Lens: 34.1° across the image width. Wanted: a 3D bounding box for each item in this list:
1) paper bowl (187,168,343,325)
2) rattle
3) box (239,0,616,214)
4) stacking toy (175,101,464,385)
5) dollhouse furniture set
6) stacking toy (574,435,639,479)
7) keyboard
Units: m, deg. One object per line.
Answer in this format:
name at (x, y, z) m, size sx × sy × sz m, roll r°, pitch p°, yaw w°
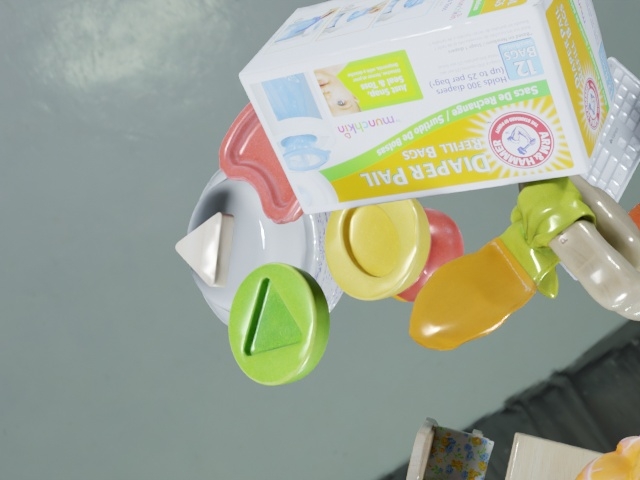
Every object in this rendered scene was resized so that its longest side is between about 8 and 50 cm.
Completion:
paper bowl at (-0.098, 0.007, 1.636) m, size 0.148 × 0.284 × 0.284 m, roll 0°, pitch 128°, yaw -49°
rattle at (0.168, 0.025, 0.717) m, size 0.143 × 0.130 × 0.199 m, roll -60°, pitch 162°, yaw 16°
box at (0.071, -0.100, 0.666) m, size 0.203 × 0.103 × 0.114 m, roll -8°, pitch 122°, yaw 32°
stacking toy at (0.000, 0.000, 1.158) m, size 0.130 × 0.309 × 0.279 m, roll 9°, pitch 126°, yaw -47°
dollhouse furniture set at (0.146, 0.264, 0.726) m, size 0.161 × 0.212 × 0.242 m, roll 13°, pitch 89°, yaw -79°
stacking toy at (0.211, 0.067, 0.434) m, size 0.175 × 0.166 × 0.302 m, roll 3°, pitch 146°, yaw -36°
keyboard at (0.263, -0.061, 1.005) m, size 0.014 × 0.072 × 0.256 m, roll -19°, pitch 147°, yaw -21°
